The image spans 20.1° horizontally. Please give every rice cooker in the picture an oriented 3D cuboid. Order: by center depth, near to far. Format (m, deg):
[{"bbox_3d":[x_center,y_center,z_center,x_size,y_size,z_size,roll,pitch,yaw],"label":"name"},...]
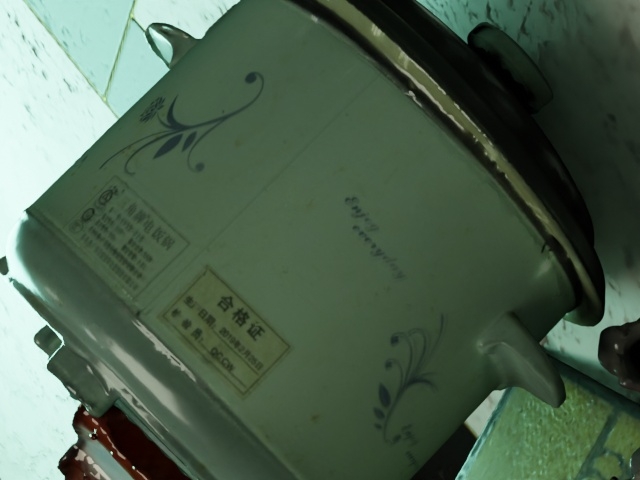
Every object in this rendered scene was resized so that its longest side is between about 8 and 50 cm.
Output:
[{"bbox_3d":[0.000,0.000,0.953,0.316,0.317,0.264,44,174,25],"label":"rice cooker"}]

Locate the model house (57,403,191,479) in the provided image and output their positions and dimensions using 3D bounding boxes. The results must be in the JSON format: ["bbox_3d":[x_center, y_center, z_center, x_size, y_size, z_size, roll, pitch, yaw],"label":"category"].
[{"bbox_3d":[-0.053,0.215,1.319,0.254,0.160,0.196,46,146,19],"label":"model house"}]

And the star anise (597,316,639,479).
[{"bbox_3d":[0.198,0.065,0.857,0.257,0.111,0.198,127,144,-50],"label":"star anise"}]

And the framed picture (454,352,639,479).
[{"bbox_3d":[0.144,0.218,0.944,0.014,0.255,0.339,28,-179,-32],"label":"framed picture"}]
